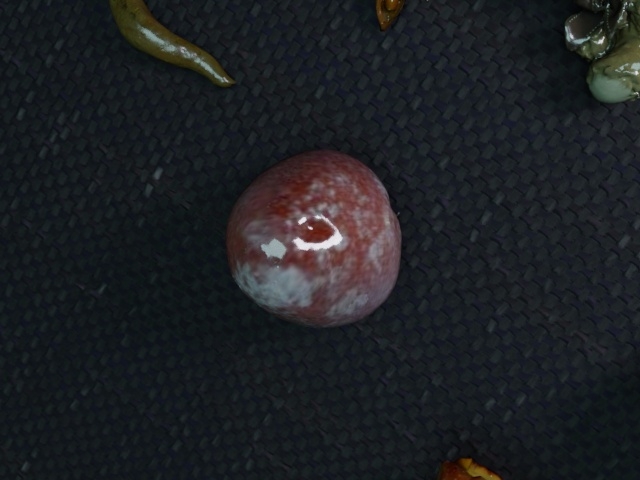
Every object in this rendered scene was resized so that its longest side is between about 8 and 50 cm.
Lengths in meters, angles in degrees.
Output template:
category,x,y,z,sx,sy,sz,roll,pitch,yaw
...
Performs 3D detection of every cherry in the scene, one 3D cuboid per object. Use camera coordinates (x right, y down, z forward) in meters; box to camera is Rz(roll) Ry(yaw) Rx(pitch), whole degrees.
category,x,y,z,sx,sy,sz,roll,pitch,yaw
cherry,0.000,0.000,1.211,0.213,0.285,0.236,-44,70,49

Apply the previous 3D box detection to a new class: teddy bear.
category,x,y,z,sx,sy,sz,roll,pitch,yaw
teddy bear,0.376,-0.340,1.121,0.256,0.156,0.267,41,133,0

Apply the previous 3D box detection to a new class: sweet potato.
category,x,y,z,sx,sy,sz,roll,pitch,yaw
sweet potato,-0.232,-0.290,1.301,0.249,0.059,0.069,40,66,3

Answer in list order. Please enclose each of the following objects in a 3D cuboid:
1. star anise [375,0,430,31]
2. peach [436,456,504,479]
category,x,y,z,sx,sy,sz,roll,pitch,yaw
star anise,0.082,-0.393,1.225,0.157,0.053,0.212,11,101,10
peach,0.258,0.459,1.192,0.361,0.258,0.201,39,97,1
